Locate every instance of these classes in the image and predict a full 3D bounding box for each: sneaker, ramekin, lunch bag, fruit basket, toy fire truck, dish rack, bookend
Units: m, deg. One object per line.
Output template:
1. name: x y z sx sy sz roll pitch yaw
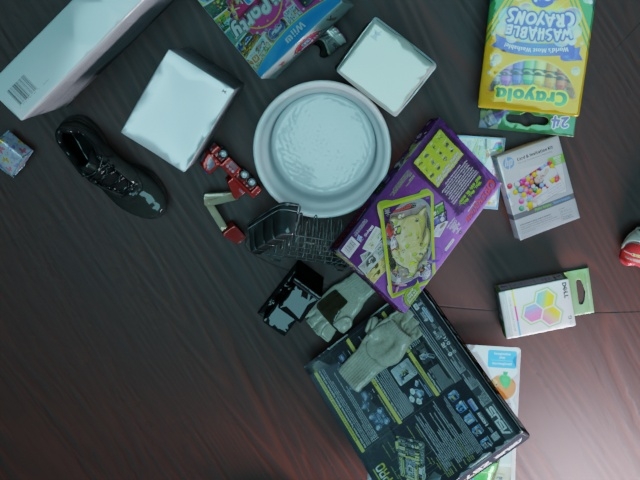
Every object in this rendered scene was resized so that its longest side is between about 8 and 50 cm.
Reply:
1. sneaker: -0.447 -0.142 1.905 0.286 0.130 0.109 39 99 -8
2. ramekin: 0.005 -0.194 1.877 0.277 0.135 0.277 0 102 2
3. lunch bag: -0.665 -0.182 1.940 0.071 0.053 0.083 39 126 -7
4. sneaker: 0.768 0.068 1.950 0.279 0.107 0.118 30 121 -2
5. fruit basket: 0.268 0.402 1.991 0.327 0.165 0.353 3 94 9
6. sneaker: -0.031 -0.437 1.858 0.170 0.063 0.075 37 96 -11
7. toy fire truck: -0.202 -0.100 1.936 0.135 0.047 0.192 -44 110 2
8. dish rack: 0.000 0.000 1.878 0.271 0.208 0.074 10 74 -23
9. bookend: -0.068 0.138 1.945 0.072 0.156 0.157 36 102 -7

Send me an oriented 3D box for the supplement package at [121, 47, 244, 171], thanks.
1. supplement package: -0.273 -0.269 1.832 0.149 0.203 0.194 32 101 -6

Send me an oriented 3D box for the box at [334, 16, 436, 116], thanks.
1. box: 0.117 -0.335 1.749 0.148 0.311 0.121 37 99 -5

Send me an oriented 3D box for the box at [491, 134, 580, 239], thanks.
1. box: 0.455 -0.113 1.917 0.145 0.038 0.186 -19 101 -9

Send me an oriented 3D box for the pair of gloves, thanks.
1. pair of gloves: 0.089 0.177 1.934 0.204 0.042 0.240 -39 58 9

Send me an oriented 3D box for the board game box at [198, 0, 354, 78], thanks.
1. board game box: -0.116 -0.505 1.784 0.224 0.097 0.303 -40 86 18

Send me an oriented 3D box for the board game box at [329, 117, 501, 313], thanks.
1. board game box: 0.196 -0.051 1.833 0.208 0.056 0.347 43 77 -18

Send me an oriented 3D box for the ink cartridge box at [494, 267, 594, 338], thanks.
1. ink cartridge box: 0.493 0.136 1.976 0.209 0.062 0.109 -11 102 4

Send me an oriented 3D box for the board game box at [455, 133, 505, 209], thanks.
1. board game box: 0.333 -0.146 1.933 0.103 0.026 0.154 4 103 1

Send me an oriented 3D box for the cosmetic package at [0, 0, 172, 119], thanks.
1. cosmetic package: -0.438 -0.404 1.765 0.377 0.284 0.097 -41 97 9

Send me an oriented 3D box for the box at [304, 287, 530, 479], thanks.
1. box: 0.194 0.335 1.908 0.318 0.097 0.395 -39 62 8

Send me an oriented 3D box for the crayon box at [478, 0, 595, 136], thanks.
1. crayon box: 0.431 -0.371 1.823 0.203 0.083 0.323 7 107 12
